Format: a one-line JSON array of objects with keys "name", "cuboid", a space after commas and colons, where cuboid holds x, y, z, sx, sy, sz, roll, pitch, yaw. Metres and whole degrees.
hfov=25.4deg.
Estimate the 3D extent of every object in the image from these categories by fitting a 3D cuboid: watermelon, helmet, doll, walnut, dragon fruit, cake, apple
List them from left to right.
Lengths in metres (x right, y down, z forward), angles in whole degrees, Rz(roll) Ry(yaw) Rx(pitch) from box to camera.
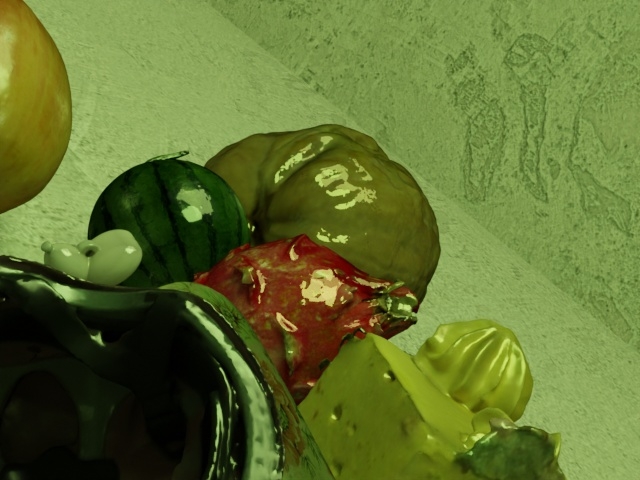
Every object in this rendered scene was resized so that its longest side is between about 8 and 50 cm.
[{"name": "apple", "cuboid": [-0.385, -0.141, 1.503, 0.242, 0.242, 0.241, 26, 32, -32]}, {"name": "helmet", "cuboid": [-0.193, 0.165, 0.968, 0.338, 0.197, 0.271, 0, 59, -2]}, {"name": "doll", "cuboid": [-0.220, 0.062, 1.365, 0.161, 0.160, 0.059, 26, 17, -38]}, {"name": "watermelon", "cuboid": [-0.177, -0.011, 1.629, 0.188, 0.188, 0.215, 14, 45, -55]}, {"name": "dragon fruit", "cuboid": [-0.030, 0.092, 1.485, 0.210, 0.268, 0.205, 66, 14, -53]}, {"name": "walnut", "cuboid": [0.000, -0.004, 1.838, 0.306, 0.306, 0.344, 43, 8, 27]}, {"name": "cake", "cuboid": [0.098, 0.220, 1.320, 0.222, 0.286, 0.227, 27, 16, -29]}]

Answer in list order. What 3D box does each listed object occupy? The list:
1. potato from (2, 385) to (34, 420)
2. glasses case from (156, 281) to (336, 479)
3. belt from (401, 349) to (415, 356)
[{"name": "potato", "cuboid": [-0.235, 0.125, 1.161, 0.248, 0.143, 0.169, 28, 30, -31]}, {"name": "glasses case", "cuboid": [-0.039, 0.228, 1.127, 0.156, 0.098, 0.425, -9, 69, -60]}, {"name": "belt", "cuboid": [0.096, 0.212, 1.688, 0.324, 0.122, 0.260, 19, 17, -45]}]
